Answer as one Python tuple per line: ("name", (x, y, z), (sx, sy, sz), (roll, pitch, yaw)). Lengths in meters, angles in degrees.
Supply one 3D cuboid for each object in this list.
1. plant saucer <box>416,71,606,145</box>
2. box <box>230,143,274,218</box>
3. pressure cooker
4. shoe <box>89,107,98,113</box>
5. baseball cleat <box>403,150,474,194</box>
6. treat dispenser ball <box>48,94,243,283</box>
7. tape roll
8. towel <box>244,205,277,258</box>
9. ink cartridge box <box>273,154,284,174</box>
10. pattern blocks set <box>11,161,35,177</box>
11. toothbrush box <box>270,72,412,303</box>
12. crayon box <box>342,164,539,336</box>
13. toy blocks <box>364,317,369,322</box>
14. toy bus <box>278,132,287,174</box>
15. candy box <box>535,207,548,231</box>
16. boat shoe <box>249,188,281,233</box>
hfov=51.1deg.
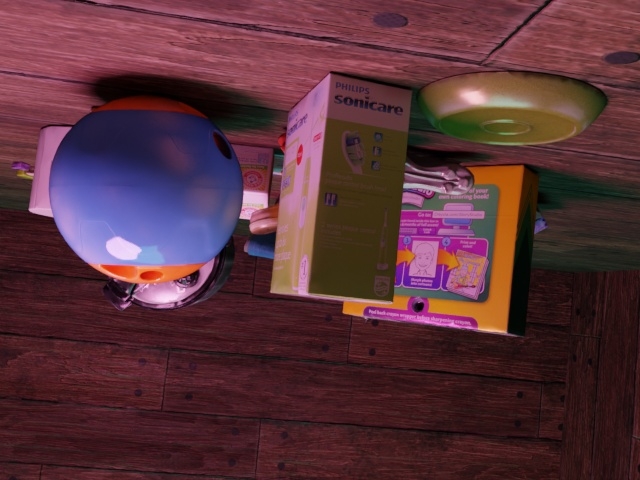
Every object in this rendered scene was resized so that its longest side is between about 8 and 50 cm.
("plant saucer", (0.246, -0.164, 0.882), (0.241, 0.037, 0.241), (5, 175, 0))
("box", (-0.198, -0.120, 1.323), (0.203, 0.114, 0.103), (5, 150, -4))
("pressure cooker", (-0.450, 0.026, 2.019), (0.376, 0.369, 0.420), (2, 179, -1))
("shoe", (-0.294, -0.183, 1.178), (0.219, 0.058, 0.076), (8, 175, -20))
("baseball cleat", (0.175, -0.126, 1.215), (0.206, 0.072, 0.109), (18, -163, 7))
("treat dispenser ball", (-0.263, -0.077, 1.030), (0.288, 0.288, 0.288), (6, 175, 1))
("tape roll", (-0.468, -0.127, 1.399), (0.246, 0.169, 0.246), (6, 175, 1))
("towel", (0.000, 0.000, 1.913), (0.370, 0.040, 0.271), (14, -144, 14))
("ink cartridge box", (-0.093, -0.158, 1.401), (0.048, 0.028, 0.083), (5, 175, 8))
("pattern blocks set", (-0.747, -0.181, 1.949), (0.285, 0.026, 0.325), (4, 175, 19))
("toothbrush box", (0.022, -0.059, 0.932), (0.122, 0.283, 0.206), (8, 175, -17))
("crayon box", (0.235, 0.014, 1.347), (0.363, 0.313, 0.106), (3, 171, 37))
("toy blocks", (0.125, -0.010, 1.637), (0.260, 0.309, 0.288), (-36, 169, -6))
("toy bus", (0.013, -0.098, 1.173), (0.149, 0.211, 0.220), (-38, 167, 3))
("candy box", (0.427, -0.022, 1.579), (0.196, 0.070, 0.165), (-31, 163, 17))
("boat shoe", (-0.038, -0.084, 1.306), (0.109, 0.098, 0.302), (-13, -173, 38))
